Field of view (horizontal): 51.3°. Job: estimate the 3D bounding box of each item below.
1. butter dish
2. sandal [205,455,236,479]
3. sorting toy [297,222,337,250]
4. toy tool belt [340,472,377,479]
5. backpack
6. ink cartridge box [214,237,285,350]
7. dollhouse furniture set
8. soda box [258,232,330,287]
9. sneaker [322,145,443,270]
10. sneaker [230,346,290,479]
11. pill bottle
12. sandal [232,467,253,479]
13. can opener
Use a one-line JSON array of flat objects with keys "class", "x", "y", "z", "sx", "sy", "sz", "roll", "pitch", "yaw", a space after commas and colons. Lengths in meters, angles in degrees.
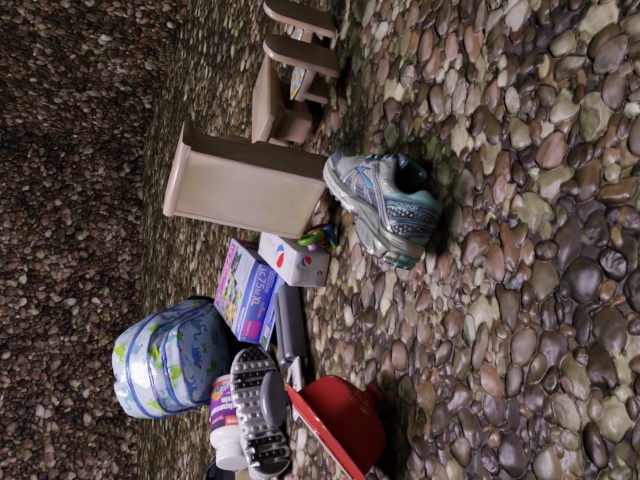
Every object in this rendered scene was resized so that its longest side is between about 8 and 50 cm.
[{"class": "butter dish", "x": 0.044, "y": 0.262, "z": 0.997, "sx": 0.160, "sy": 0.118, "sz": 0.160, "roll": 55, "pitch": 168, "yaw": -20}, {"class": "sandal", "x": -0.255, "y": 0.593, "z": 1.701, "sx": 0.254, "sy": 0.054, "sz": 0.097, "roll": 138, "pitch": 132, "yaw": -59}, {"class": "sorting toy", "x": 0.000, "y": 0.000, "z": 1.217, "sx": 0.042, "sy": 0.061, "sz": 0.102, "roll": 68, "pitch": -160, "yaw": -11}, {"class": "toy tool belt", "x": 0.059, "y": 0.391, "z": 0.999, "sx": 0.052, "sy": 0.051, "sz": 0.083, "roll": 121, "pitch": 146, "yaw": -46}, {"class": "backpack", "x": -0.353, "y": 0.295, "z": 1.635, "sx": 0.273, "sy": 0.355, "sz": 0.291, "roll": -5, "pitch": 90, "yaw": 34}, {"class": "ink cartridge box", "x": -0.172, "y": 0.119, "z": 1.575, "sx": 0.311, "sy": 0.065, "sz": 0.186, "roll": 31, "pitch": 106, "yaw": 63}, {"class": "dollhouse furniture set", "x": -0.142, "y": -0.218, "z": 1.281, "sx": 0.362, "sy": 0.256, "sz": 0.394, "roll": 118, "pitch": 156, "yaw": -43}, {"class": "soda box", "x": -0.057, "y": 0.026, "z": 1.324, "sx": 0.216, "sy": 0.073, "sz": 0.069, "roll": -142, "pitch": 60, "yaw": -63}, {"class": "sneaker", "x": 0.099, "y": -0.078, "z": 0.976, "sx": 0.122, "sy": 0.110, "sz": 0.283, "roll": -55, "pitch": 35, "yaw": 19}, {"class": "sneaker", "x": -0.139, "y": 0.370, "z": 1.423, "sx": 0.118, "sy": 0.109, "sz": 0.292, "roll": 111, "pitch": 154, "yaw": -53}, {"class": "pill bottle", "x": -0.196, "y": 0.412, "z": 1.510, "sx": 0.108, "sy": 0.108, "sz": 0.194, "roll": 119, "pitch": 153, "yaw": -44}, {"class": "sandal", "x": -0.157, "y": 0.565, "z": 1.471, "sx": 0.088, "sy": 0.079, "sz": 0.240, "roll": -28, "pitch": 33, "yaw": 24}, {"class": "can opener", "x": -0.069, "y": 0.218, "z": 1.305, "sx": 0.074, "sy": 0.093, "sz": 0.281, "roll": 125, "pitch": 147, "yaw": -52}]
